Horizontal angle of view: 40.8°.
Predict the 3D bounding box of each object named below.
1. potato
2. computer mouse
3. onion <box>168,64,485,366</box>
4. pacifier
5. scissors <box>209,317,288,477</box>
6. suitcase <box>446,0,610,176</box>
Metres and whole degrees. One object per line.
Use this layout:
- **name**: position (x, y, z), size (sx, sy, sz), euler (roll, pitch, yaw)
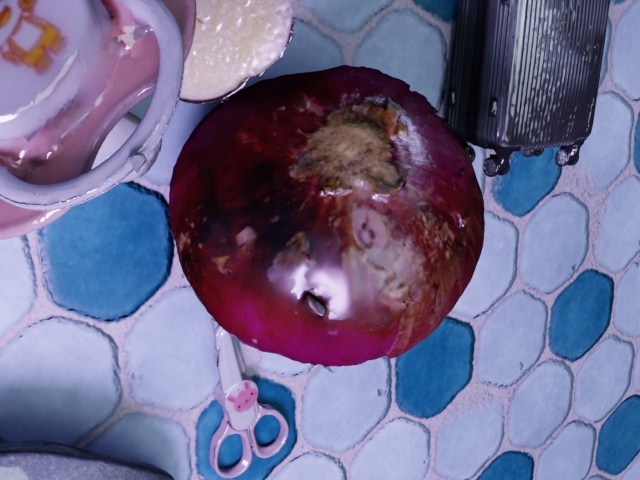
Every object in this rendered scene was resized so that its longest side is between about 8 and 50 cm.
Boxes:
- **potato**: position (-0.109, -0.258, 0.913), size (0.182, 0.117, 0.202), euler (-2, 113, 9)
- **computer mouse**: position (-0.275, 0.324, 0.953), size (0.374, 0.114, 0.203), euler (26, 91, -56)
- **onion**: position (0.000, 0.000, 0.997), size (0.347, 0.348, 0.385), euler (-31, 161, -21)
- **pacifier**: position (-0.245, -0.143, 0.806), size (0.220, 0.273, 0.332), euler (38, 85, -11)
- **scissors**: position (-0.108, 0.203, 1.134), size (0.118, 0.030, 0.242), euler (-24, 122, -26)
- **suitcase**: position (0.285, -0.252, 1.172), size (0.202, 0.128, 0.312), euler (-9, 111, -32)
